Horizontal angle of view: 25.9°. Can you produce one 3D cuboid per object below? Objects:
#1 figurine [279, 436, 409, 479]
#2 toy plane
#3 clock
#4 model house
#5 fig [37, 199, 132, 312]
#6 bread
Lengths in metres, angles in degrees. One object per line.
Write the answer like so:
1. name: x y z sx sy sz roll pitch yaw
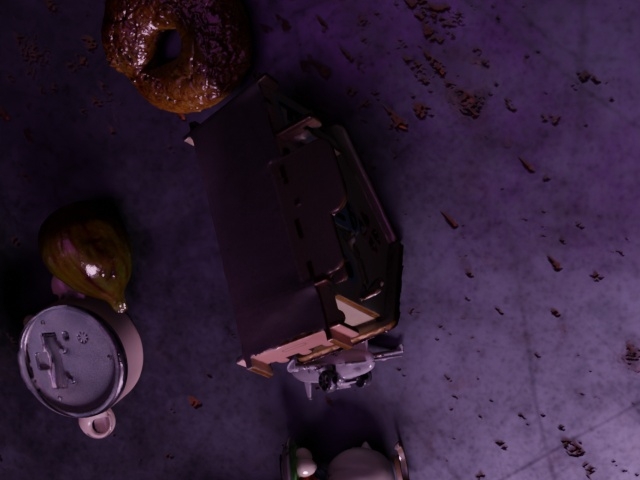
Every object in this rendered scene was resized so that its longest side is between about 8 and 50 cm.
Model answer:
1. figurine: 0.037 0.288 1.676 0.153 0.132 0.132 -11 101 6
2. toy plane: 0.015 0.148 1.643 0.171 0.162 0.066 -26 73 52
3. clock: -0.308 0.147 1.763 0.155 0.063 0.229 -4 102 17
4. model house: 0.000 0.000 1.547 0.169 0.244 0.326 -25 63 18
5. fig: -0.279 0.027 1.703 0.109 0.103 0.155 -27 109 -21
6. bread: -0.169 -0.239 1.623 0.193 0.064 0.193 6 108 17
